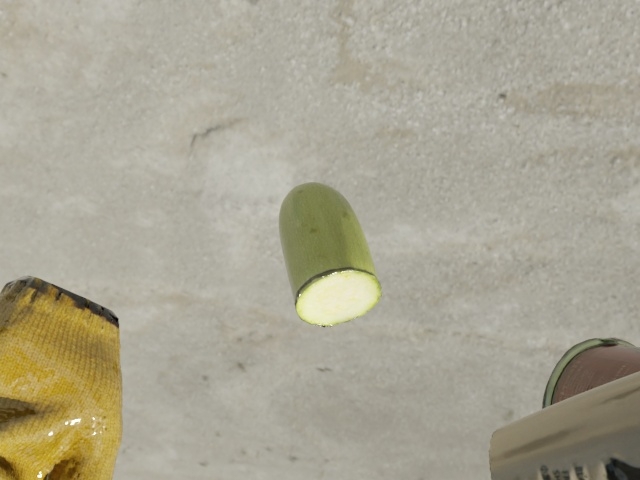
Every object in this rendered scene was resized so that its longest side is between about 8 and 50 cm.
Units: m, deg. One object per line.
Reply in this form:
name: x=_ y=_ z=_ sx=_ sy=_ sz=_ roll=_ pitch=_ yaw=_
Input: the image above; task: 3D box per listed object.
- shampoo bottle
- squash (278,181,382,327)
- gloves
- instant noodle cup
shampoo bottle: x=0.226 y=0.126 z=0.469 sx=0.257 sy=0.127 sz=0.078 roll=-21 pitch=171 yaw=34
squash: x=0.000 y=0.000 z=1.252 sx=0.132 sy=0.247 sz=0.132 roll=-9 pitch=137 yaw=-9
gloves: x=-0.310 y=0.212 z=0.847 sx=0.155 sy=0.356 sz=0.203 roll=-18 pitch=142 yaw=38
instant noodle cup: x=0.458 y=0.252 z=1.158 sx=0.234 sy=0.235 sz=0.178 roll=24 pitch=166 yaw=-13
